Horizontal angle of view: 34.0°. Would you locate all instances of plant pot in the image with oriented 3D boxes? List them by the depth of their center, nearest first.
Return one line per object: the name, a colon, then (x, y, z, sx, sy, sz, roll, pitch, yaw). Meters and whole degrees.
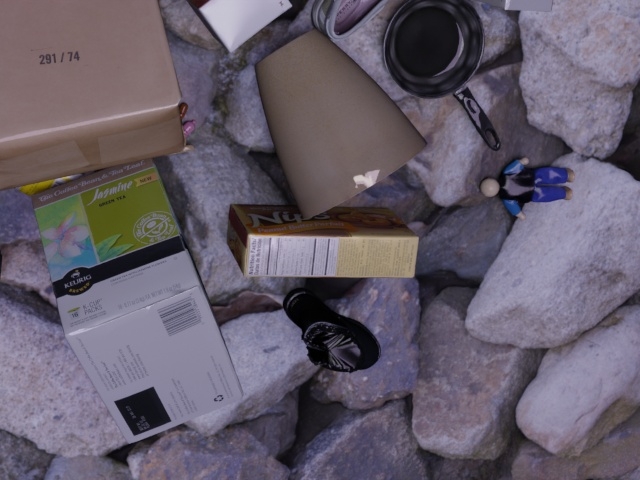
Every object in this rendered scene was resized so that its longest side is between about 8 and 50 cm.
plant pot: (0.009, -0.221, 1.831, 0.256, 0.256, 0.274, -31, 97, -3)

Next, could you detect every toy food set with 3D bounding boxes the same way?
toy food set: (-0.263, -0.216, 1.861, 0.078, 0.019, 0.122, -11, 104, -12)

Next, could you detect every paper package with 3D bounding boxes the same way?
paper package: (-0.399, -0.270, 1.650, 0.325, 0.168, 0.309, -13, 71, -9)

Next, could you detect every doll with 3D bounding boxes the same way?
doll: (0.406, -0.103, 2.066, 0.189, 0.046, 0.129, -1, 108, -15)

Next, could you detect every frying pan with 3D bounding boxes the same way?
frying pan: (0.257, -0.329, 1.943, 0.326, 0.053, 0.197, 30, 99, -24)

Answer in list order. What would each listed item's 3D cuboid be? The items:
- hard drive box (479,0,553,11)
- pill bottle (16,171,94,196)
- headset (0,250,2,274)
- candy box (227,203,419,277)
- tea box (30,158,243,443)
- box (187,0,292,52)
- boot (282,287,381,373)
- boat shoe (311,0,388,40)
hard drive box: (0.323, -0.500, 1.801, 0.089, 0.232, 0.181, -1, 108, -15)
pill bottle: (-0.497, -0.143, 1.769, 0.215, 0.117, 0.117, 29, 99, -22)
headset: (-0.640, 0.049, 1.724, 0.243, 0.185, 0.394, -13, 114, -10)
candy box: (0.000, 0.000, 1.917, 0.316, 0.183, 0.087, 0, 108, -15)
tea box: (-0.303, 0.096, 1.740, 0.220, 0.323, 0.329, -22, 140, -7)
box: (-0.140, -0.399, 1.745, 0.130, 0.170, 0.091, -38, 114, -1)
boot: (0.042, 0.203, 1.988, 0.246, 0.207, 0.094, 40, 95, -24)
boat shoe: (0.111, -0.480, 1.821, 0.118, 0.103, 0.320, 41, 95, -24)
